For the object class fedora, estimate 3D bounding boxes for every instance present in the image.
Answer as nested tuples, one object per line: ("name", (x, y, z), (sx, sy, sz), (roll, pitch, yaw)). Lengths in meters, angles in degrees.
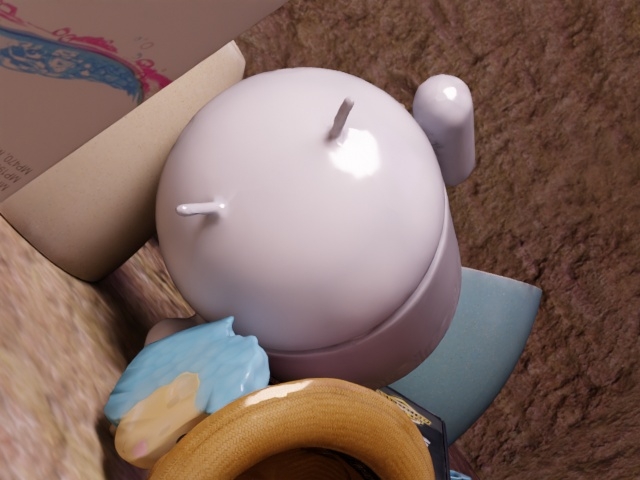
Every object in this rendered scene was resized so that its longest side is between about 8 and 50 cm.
("fedora", (-0.029, 0.149, 0.580), (0.079, 0.194, 0.194), (21, -27, 51))

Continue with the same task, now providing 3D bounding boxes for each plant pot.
("plant pot", (-0.172, -0.139, 0.864), (0.284, 0.191, 0.284), (56, 4, -5))
("plant pot", (0.078, 0.123, 1.217), (0.290, 0.290, 0.195), (37, 63, -80))

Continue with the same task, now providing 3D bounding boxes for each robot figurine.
("robot figurine", (0.000, 0.000, 0.841), (0.200, 0.300, 0.353), (43, -5, 20))

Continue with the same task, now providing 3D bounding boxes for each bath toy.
("bath toy", (0.007, 0.203, 0.734), (0.348, 0.129, 0.151), (54, 34, -27))

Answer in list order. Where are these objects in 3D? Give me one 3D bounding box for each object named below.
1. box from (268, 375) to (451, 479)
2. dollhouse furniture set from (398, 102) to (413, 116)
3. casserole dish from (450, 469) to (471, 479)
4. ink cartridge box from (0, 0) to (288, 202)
("box", (0.011, 0.157, 1.019), (0.220, 0.051, 0.175), (32, 13, -3))
("dollhouse furniture set", (-0.065, -0.107, 1.137), (0.301, 0.151, 0.197), (17, -6, 10))
("casserole dish", (0.057, 0.234, 1.146), (0.188, 0.037, 0.114), (14, -6, 5))
("ink cartridge box", (-0.145, -0.163, 0.499), (0.226, 0.306, 0.131), (58, 4, 27))
